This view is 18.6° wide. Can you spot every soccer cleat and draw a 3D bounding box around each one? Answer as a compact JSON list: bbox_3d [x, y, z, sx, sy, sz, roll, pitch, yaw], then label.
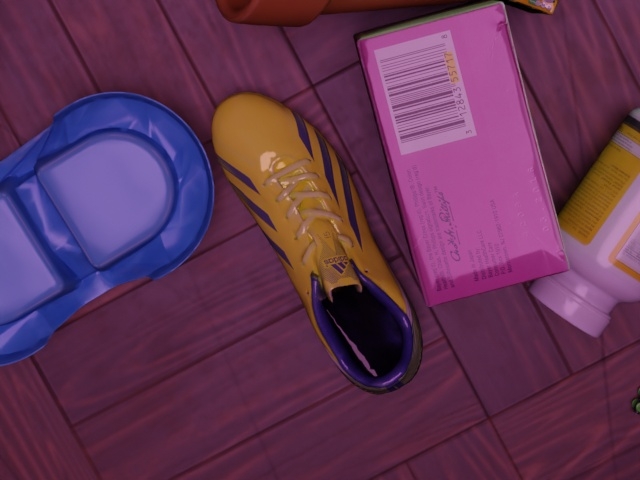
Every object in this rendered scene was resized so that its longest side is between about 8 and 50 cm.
[{"bbox_3d":[0.001,0.000,1.663,0.093,0.121,0.289,-30,95,5],"label":"soccer cleat"}]

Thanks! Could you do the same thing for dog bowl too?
[{"bbox_3d":[-0.228,-0.012,1.689,0.297,0.074,0.166,-31,95,5],"label":"dog bowl"}]

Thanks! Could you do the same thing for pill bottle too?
[{"bbox_3d":[0.258,-0.013,1.667,0.103,0.103,0.184,34,96,-3],"label":"pill bottle"}]

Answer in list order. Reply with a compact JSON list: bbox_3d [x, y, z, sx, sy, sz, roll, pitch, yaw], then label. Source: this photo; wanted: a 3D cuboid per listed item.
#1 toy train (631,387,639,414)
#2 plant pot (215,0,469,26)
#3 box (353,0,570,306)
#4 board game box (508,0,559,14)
[{"bbox_3d":[0.302,0.119,1.726,0.024,0.017,0.083,25,97,-12],"label":"toy train"},{"bbox_3d":[0.044,-0.302,1.562,0.203,0.291,0.290,8,97,-17],"label":"plant pot"},{"bbox_3d":[0.109,-0.079,1.590,0.117,0.243,0.213,-15,97,3],"label":"box"},{"bbox_3d":[0.185,-0.258,1.604,0.048,0.170,0.141,18,96,-1],"label":"board game box"}]
